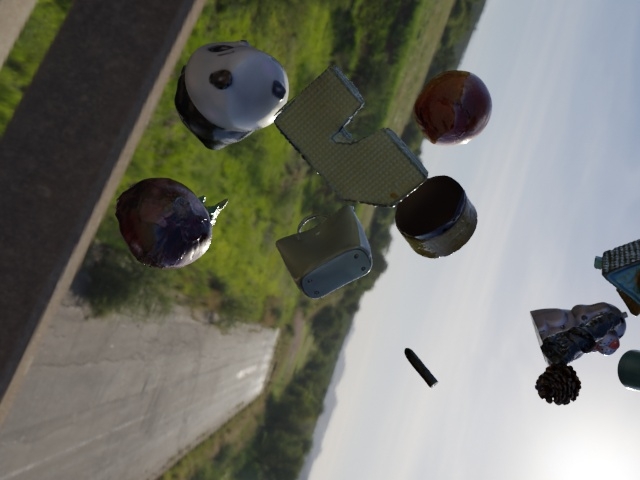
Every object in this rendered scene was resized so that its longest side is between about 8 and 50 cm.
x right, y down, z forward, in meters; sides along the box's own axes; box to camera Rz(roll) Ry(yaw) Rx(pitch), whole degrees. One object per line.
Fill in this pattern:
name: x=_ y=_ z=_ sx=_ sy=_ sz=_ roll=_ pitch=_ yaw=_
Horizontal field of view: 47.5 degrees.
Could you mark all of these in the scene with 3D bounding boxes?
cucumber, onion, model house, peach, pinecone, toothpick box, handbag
cucumber: x=0.273 y=0.348 z=2.007 sx=0.032 sy=0.133 sz=0.032 roll=-30 pitch=153 yaw=-17
onion: x=-0.395 y=-0.029 z=1.796 sx=0.219 sy=0.252 sz=0.252 roll=-43 pitch=-169 yaw=29
model house: x=0.870 y=0.114 z=1.987 sx=0.261 sy=0.241 sz=0.226 roll=-30 pitch=125 yaw=-65
peach: x=0.380 y=-0.380 z=2.096 sx=0.231 sy=0.230 sz=0.231 roll=19 pitch=90 yaw=-86
pinecone: x=0.539 y=0.325 z=1.645 sx=0.109 sy=0.102 sz=0.102 roll=-3 pitch=115 yaw=-53
toothpick box: x=0.971 y=0.387 z=2.109 sx=0.184 sy=0.120 sz=0.120 roll=1 pitch=-110 yaw=63
handbag: x=0.000 y=0.000 z=1.937 sx=0.109 sy=0.241 sz=0.315 roll=63 pitch=1 yaw=-40

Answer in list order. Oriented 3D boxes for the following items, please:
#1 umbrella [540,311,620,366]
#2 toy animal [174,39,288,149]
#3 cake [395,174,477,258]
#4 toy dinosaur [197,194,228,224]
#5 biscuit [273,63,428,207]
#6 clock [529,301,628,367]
umbrella: x=0.597 y=0.212 z=1.630 sx=0.224 sy=0.080 sz=0.071 roll=-18 pitch=136 yaw=-30
toy animal: x=-0.158 y=-0.271 z=1.321 sx=0.235 sy=0.187 sz=0.165 roll=162 pitch=-74 yaw=-66
cake: x=0.297 y=-0.036 z=1.772 sx=0.185 sy=0.178 sz=0.207 roll=-45 pitch=-146 yaw=-2
toy dinosaur: x=-0.361 y=-0.073 z=2.245 sx=0.259 sy=0.094 sz=0.153 roll=-48 pitch=172 yaw=-33
biscuit: x=0.051 y=-0.157 z=1.204 sx=0.147 sy=0.250 sz=0.046 roll=-40 pitch=-175 yaw=28
clock: x=0.732 y=0.253 z=2.026 sx=0.189 sy=0.253 sz=0.189 roll=-15 pitch=90 yaw=-76
